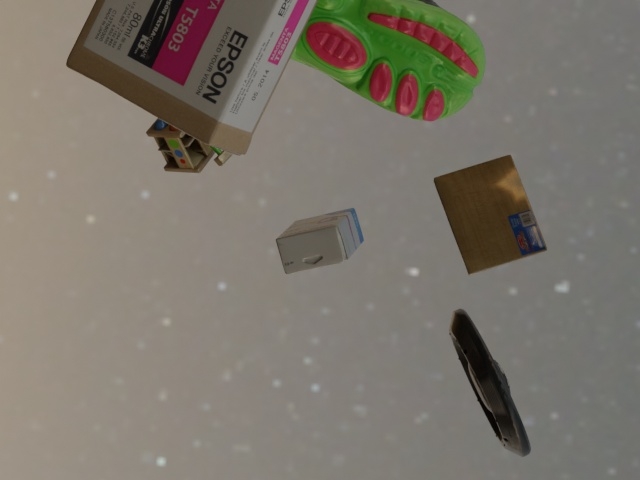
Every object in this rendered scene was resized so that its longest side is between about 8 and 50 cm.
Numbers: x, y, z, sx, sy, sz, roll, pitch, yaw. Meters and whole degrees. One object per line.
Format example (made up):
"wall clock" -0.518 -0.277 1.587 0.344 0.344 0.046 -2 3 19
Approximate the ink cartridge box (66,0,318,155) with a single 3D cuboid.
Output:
"ink cartridge box" -0.119 -0.234 1.830 0.193 0.088 0.235 29 -84 22

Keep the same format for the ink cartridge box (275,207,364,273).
"ink cartridge box" 0.000 0.000 2.387 0.122 0.088 0.052 -51 126 -73

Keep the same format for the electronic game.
"electronic game" 0.243 0.202 2.571 0.229 0.048 0.229 155 -90 -89

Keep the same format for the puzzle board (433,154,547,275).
"puzzle board" 0.196 -0.029 2.094 0.011 0.096 0.128 85 -13 -68

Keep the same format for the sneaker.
"sneaker" -0.024 -0.305 2.211 0.185 0.482 0.202 -53 -166 7

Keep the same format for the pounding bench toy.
"pounding bench toy" -0.146 -0.119 2.073 0.083 0.065 0.052 5 -136 35
